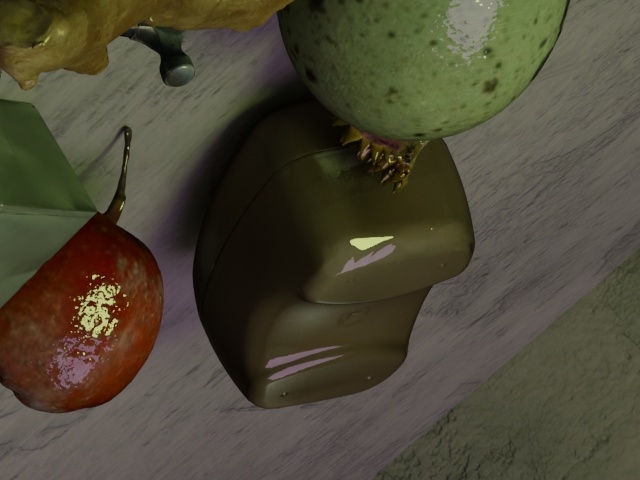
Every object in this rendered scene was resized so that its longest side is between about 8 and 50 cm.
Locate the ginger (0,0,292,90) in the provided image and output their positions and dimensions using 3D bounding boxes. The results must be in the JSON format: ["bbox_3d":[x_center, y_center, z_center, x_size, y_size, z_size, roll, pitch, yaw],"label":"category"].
[{"bbox_3d":[-0.134,-0.236,1.615,0.348,0.122,0.363,-60,151,-13],"label":"ginger"}]

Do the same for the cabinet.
[{"bbox_3d":[-0.366,-0.023,1.952,0.206,0.145,0.150,-43,157,24],"label":"cabinet"}]

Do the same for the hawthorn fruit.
[{"bbox_3d":[-0.278,0.070,2.138,0.263,0.235,0.231,-29,-168,34],"label":"hawthorn fruit"}]

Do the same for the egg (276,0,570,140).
[{"bbox_3d":[0.101,-0.264,1.894,0.288,0.287,0.379,-22,143,-24],"label":"egg"}]

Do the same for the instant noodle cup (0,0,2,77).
[{"bbox_3d":[-0.350,-0.194,1.546,0.217,0.217,0.207,-31,164,-4],"label":"instant noodle cup"}]

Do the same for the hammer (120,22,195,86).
[{"bbox_3d":[-0.255,-0.213,1.768,0.290,0.137,0.037,5,140,-36],"label":"hammer"}]

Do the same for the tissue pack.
[{"bbox_3d":[0.000,0.000,2.352,0.267,0.277,0.387,-12,150,-27],"label":"tissue pack"}]

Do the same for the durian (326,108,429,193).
[{"bbox_3d":[0.096,-0.185,2.150,0.260,0.154,0.186,-61,156,-19],"label":"durian"}]
